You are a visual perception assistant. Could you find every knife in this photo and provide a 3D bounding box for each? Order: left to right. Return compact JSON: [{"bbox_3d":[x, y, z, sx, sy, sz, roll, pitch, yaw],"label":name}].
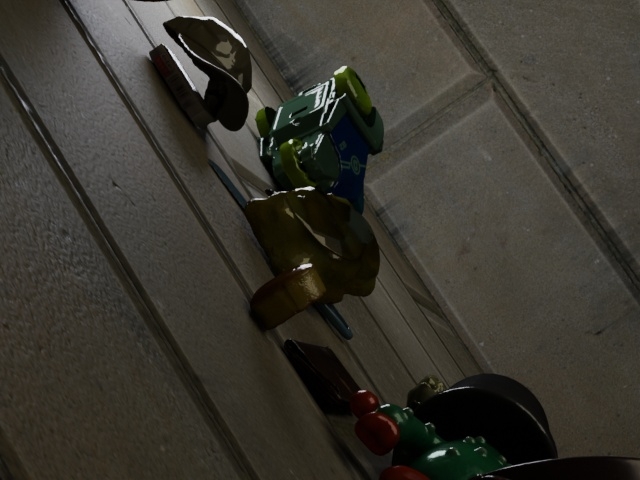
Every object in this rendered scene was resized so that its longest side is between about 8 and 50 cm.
[{"bbox_3d":[-0.054,0.014,2.058,0.313,0.019,0.044,52,9,-10],"label":"knife"}]

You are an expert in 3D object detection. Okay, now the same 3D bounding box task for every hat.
[{"bbox_3d":[-0.123,-0.241,2.158,0.173,0.144,0.166,14,-42,46],"label":"hat"}]

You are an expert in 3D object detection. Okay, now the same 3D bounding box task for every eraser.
[{"bbox_3d":[-0.191,-0.213,2.130,0.122,0.029,0.052,58,7,20],"label":"eraser"}]

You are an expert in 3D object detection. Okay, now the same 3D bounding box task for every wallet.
[{"bbox_3d":[0.009,0.154,1.736,0.095,0.026,0.176,51,4,13],"label":"wallet"}]

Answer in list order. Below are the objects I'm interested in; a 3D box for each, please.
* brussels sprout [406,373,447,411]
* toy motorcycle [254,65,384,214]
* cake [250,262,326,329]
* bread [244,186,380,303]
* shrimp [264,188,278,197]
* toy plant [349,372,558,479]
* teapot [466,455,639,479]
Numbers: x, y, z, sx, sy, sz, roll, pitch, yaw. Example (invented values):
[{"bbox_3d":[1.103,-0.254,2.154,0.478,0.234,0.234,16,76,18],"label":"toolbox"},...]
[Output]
[{"bbox_3d":[0.160,0.265,1.988,0.181,0.100,0.139,55,-4,13],"label":"brussels sprout"},{"bbox_3d":[0.002,-0.137,2.614,0.200,0.191,0.326,56,20,-23],"label":"toy motorcycle"},{"bbox_3d":[-0.035,0.058,1.649,0.044,0.084,0.084,58,6,-4],"label":"cake"},{"bbox_3d":[0.000,0.000,2.025,0.160,0.088,0.233,54,28,14],"label":"bread"},{"bbox_3d":[-0.020,-0.008,2.165,0.174,0.076,0.082,57,-16,17],"label":"shrimp"},{"bbox_3d":[0.166,0.265,1.676,0.400,0.185,0.279,-29,105,-76],"label":"toy plant"},{"bbox_3d":[0.213,0.357,1.344,0.315,0.233,0.312,25,52,-40],"label":"teapot"}]
